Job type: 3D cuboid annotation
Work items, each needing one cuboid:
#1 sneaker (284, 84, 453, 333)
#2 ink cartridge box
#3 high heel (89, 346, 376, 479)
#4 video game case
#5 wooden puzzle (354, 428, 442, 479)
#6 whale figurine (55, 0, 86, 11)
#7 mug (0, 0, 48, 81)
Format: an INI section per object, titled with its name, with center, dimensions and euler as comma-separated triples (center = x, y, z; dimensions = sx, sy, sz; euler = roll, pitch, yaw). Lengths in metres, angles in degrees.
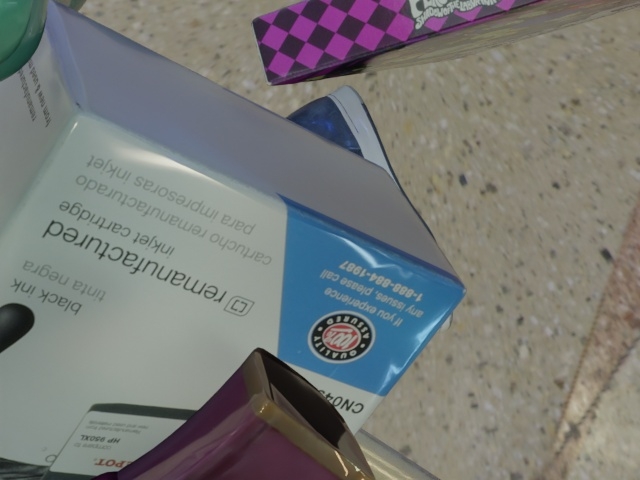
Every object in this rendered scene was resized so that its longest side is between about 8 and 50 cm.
[sneaker]
center = -0.001, 0.000, 1.031
dimensions = 0.163, 0.086, 0.226
euler = -24, 78, -17
[ink cartridge box]
center = -0.144, 0.093, 0.813
dimensions = 0.285, 0.166, 0.395
euler = 24, 112, -32
[high heel]
center = -0.047, 0.169, 0.374
dimensions = 0.127, 0.377, 0.181
euler = 41, 97, -9
[video game case]
center = 0.117, -0.132, 0.642
dimensions = 0.232, 0.210, 0.042
euler = -11, 94, 36
[wooden puzzle]
center = -0.017, 0.369, 1.578
dimensions = 0.322, 0.080, 0.348
euler = 36, 129, -25
[whale figurine]
center = -0.285, -0.247, 0.958
dimensions = 0.272, 0.141, 0.216
euler = 12, 119, 26
[mug]
center = -0.185, -0.111, 0.543
dimensions = 0.129, 0.158, 0.097
euler = 3, 113, -9
